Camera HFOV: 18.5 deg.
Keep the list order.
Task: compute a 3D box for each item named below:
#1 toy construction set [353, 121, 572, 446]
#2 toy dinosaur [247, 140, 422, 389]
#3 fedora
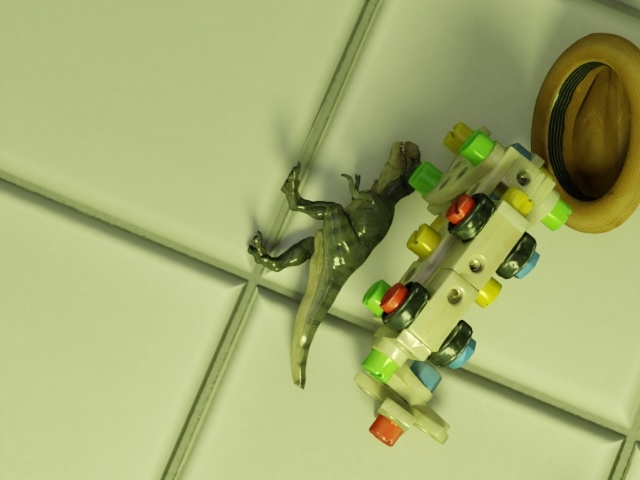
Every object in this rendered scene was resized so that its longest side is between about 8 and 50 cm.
[{"bbox_3d":[0.116,0.035,1.841,0.151,0.215,0.328,25,83,-15],"label":"toy construction set"},{"bbox_3d":[0.000,0.000,1.918,0.118,0.064,0.268,30,84,-1],"label":"toy dinosaur"},{"bbox_3d":[0.285,-0.103,1.905,0.079,0.194,0.194,1,77,-36],"label":"fedora"}]
